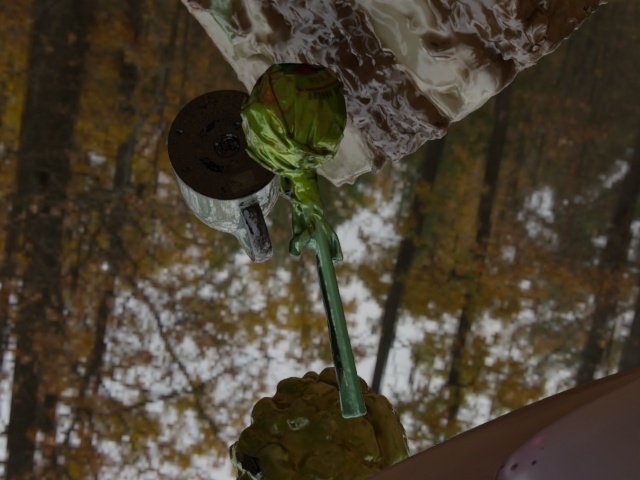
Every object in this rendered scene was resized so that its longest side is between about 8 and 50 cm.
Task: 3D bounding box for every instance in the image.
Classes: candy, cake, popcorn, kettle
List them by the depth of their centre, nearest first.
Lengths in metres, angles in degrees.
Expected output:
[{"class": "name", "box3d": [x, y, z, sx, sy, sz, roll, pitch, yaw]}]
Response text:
[{"class": "candy", "box3d": [-0.003, 0.001, 0.804, 0.073, 0.262, 0.077, -10, -178, 43]}, {"class": "cake", "box3d": [0.076, -0.236, 0.911, 0.290, 0.255, 0.282, -26, -167, 44]}, {"class": "popcorn", "box3d": [-0.005, 0.201, 1.000, 0.173, 0.173, 0.142, 10, -173, 4]}, {"class": "kettle", "box3d": [-0.123, -0.076, 1.608, 0.161, 0.221, 0.236, -23, 168, -9]}]

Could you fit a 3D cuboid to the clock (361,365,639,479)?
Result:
[{"class": "clock", "box3d": [0.056, 0.162, 0.431, 0.113, 0.322, 0.295, 65, -168, 24]}]
